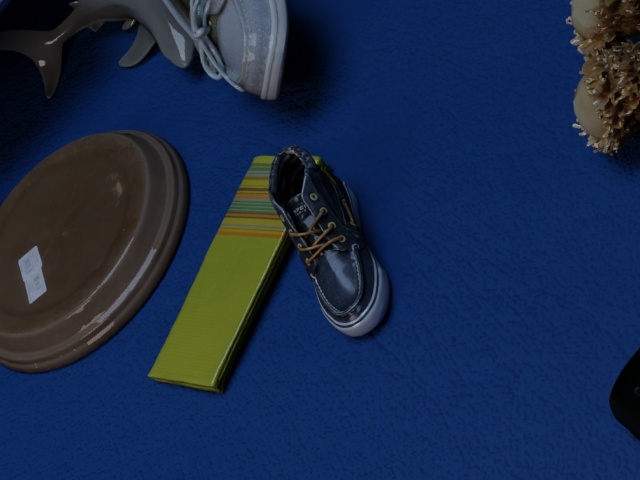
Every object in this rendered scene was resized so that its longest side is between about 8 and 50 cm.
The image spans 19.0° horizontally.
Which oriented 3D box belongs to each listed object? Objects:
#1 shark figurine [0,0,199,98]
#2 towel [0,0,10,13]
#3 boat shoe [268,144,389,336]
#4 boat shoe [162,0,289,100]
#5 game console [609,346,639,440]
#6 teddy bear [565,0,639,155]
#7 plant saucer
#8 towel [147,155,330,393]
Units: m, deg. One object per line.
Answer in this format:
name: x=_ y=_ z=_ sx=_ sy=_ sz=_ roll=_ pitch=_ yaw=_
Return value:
shark figurine: x=-0.226 y=-0.257 z=2.028 sx=0.278 sy=0.116 sz=0.166 roll=-1 pitch=58 yaw=40
towel: x=-0.383 y=-0.246 z=2.112 sx=0.243 sy=0.040 sz=0.336 roll=-57 pitch=16 yaw=11
boat shoe: x=0.000 y=0.000 z=1.632 sx=0.065 sy=0.083 sz=0.183 roll=-35 pitch=41 yaw=17
boat shoe: x=-0.109 y=-0.235 z=1.868 sx=0.320 sy=0.103 sz=0.118 roll=-118 pitch=29 yaw=-49
game console: x=0.403 y=0.075 z=1.231 sx=0.342 sy=0.060 sz=0.386 roll=-52 pitch=39 yaw=4
teddy bear: x=0.327 y=-0.179 z=1.452 sx=0.338 sy=0.113 sz=0.245 roll=-35 pitch=43 yaw=28
plant saucer: x=-0.249 y=0.001 z=1.899 sx=0.278 sy=0.041 sz=0.278 roll=-24 pitch=47 yaw=28
towel: x=-0.074 y=0.027 z=1.732 sx=0.102 sy=0.021 sz=0.237 roll=3 pitch=63 yaw=51
